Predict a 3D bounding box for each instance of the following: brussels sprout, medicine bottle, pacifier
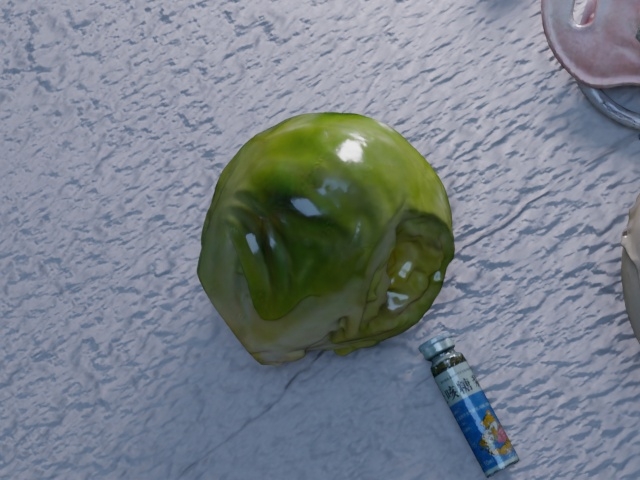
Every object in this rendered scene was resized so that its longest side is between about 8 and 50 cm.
[{"bbox_3d":[0.000,0.000,1.827,0.344,0.268,0.344,0,88,9],"label":"brussels sprout"},{"bbox_3d":[0.191,0.211,1.870,0.051,0.051,0.191,-29,77,4],"label":"medicine bottle"},{"bbox_3d":[0.441,-0.286,1.832,0.332,0.273,0.220,17,68,11],"label":"pacifier"}]

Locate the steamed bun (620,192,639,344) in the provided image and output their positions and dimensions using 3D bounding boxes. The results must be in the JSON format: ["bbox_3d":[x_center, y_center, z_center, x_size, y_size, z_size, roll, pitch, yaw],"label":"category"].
[{"bbox_3d":[0.544,0.046,1.740,0.375,0.241,0.374,-2,76,7],"label":"steamed bun"}]
